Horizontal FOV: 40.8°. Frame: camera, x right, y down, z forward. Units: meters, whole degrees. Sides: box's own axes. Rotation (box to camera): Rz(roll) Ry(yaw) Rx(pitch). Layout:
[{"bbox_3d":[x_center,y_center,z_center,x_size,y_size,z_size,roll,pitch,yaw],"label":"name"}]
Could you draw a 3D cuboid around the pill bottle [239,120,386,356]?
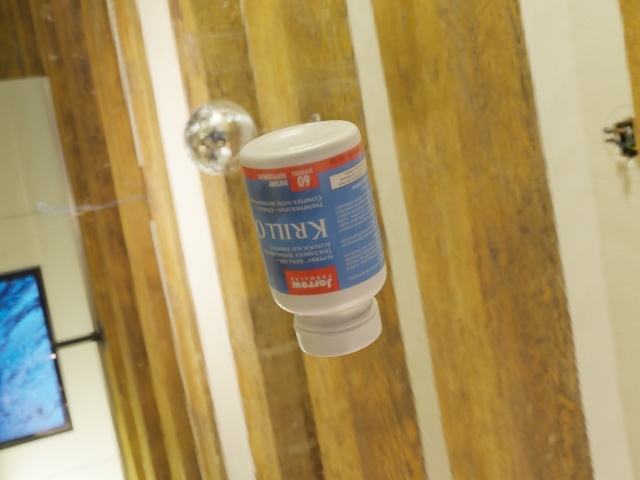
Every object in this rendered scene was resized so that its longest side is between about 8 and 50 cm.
[{"bbox_3d":[0.000,0.000,0.877,0.124,0.124,0.222,24,-49,60],"label":"pill bottle"}]
